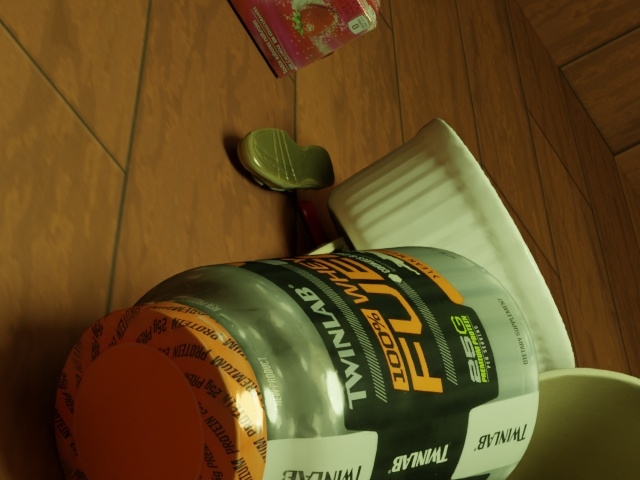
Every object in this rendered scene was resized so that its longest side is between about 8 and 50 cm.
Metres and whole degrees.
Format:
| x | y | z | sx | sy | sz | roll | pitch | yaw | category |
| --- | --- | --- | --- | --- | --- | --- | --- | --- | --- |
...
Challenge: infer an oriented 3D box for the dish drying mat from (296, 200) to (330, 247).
| x | y | z | sx | sy | sz | roll | pitch | yaw | category |
| --- | --- | --- | --- | --- | --- | --- | --- | --- | --- |
| 0.000 | 0.000 | 1.796 | 0.083 | 0.008 | 0.032 | 67 | 18 | 9 | dish drying mat |

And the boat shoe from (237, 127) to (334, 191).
| x | y | z | sx | sy | sz | roll | pitch | yaw | category |
| --- | --- | --- | --- | --- | --- | --- | --- | --- | --- |
| -0.040 | -0.071 | 1.740 | 0.153 | 0.048 | 0.056 | 4 | 72 | -63 | boat shoe |

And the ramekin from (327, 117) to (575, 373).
| x | y | z | sx | sy | sz | roll | pitch | yaw | category |
| --- | --- | --- | --- | --- | --- | --- | --- | --- | --- |
| 0.117 | 0.036 | 1.753 | 0.277 | 0.135 | 0.277 | 62 | -3 | 5 | ramekin |

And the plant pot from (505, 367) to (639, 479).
| x | y | z | sx | sy | sz | roll | pitch | yaw | category |
| --- | --- | --- | --- | --- | --- | --- | --- | --- | --- |
| 0.184 | 0.278 | 1.470 | 0.274 | 0.256 | 0.256 | 113 | -35 | -55 | plant pot |

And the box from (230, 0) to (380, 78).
| x | y | z | sx | sy | sz | roll | pitch | yaw | category |
| --- | --- | --- | --- | --- | --- | --- | --- | --- | --- |
| -0.050 | -0.317 | 1.922 | 0.257 | 0.123 | 0.128 | 57 | 19 | -19 | box |

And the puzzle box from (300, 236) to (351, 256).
| x | y | z | sx | sy | sz | roll | pitch | yaw | category |
| --- | --- | --- | --- | --- | --- | --- | --- | --- | --- |
| 0.009 | 0.151 | 1.526 | 0.272 | 0.052 | 0.409 | 62 | 17 | -1 | puzzle box |

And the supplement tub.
| x | y | z | sx | sy | sz | roll | pitch | yaw | category |
| --- | --- | --- | --- | --- | --- | --- | --- | --- | --- |
| -0.010 | 0.106 | 1.217 | 0.316 | 0.193 | 0.193 | -6 | 69 | -53 | supplement tub |
